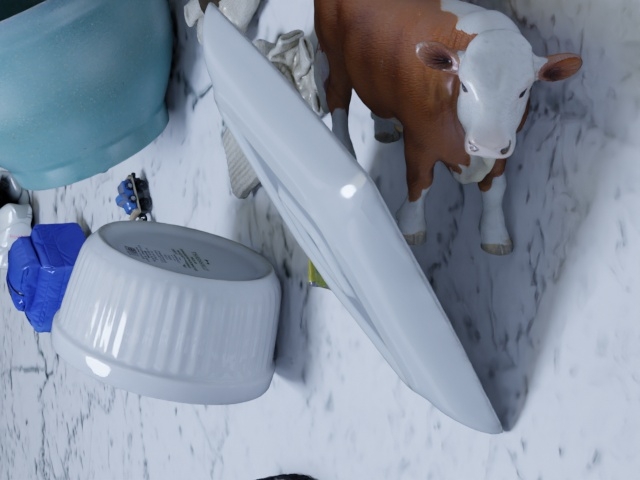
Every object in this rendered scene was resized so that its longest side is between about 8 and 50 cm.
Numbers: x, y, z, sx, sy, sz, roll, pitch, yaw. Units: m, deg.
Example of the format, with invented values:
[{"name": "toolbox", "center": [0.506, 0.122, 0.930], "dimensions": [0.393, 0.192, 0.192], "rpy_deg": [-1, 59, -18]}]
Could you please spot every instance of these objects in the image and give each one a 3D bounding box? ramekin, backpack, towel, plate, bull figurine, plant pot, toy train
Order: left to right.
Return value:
[{"name": "backpack", "center": [-0.327, 0.049, 1.993], "dimensions": [0.098, 0.101, 0.120], "rpy_deg": [-113, 28, -46]}, {"name": "plant pot", "center": [-0.270, -0.174, 1.690], "dimensions": [0.293, 0.293, 0.196], "rpy_deg": [22, 140, 61]}, {"name": "toy train", "center": [-0.194, -0.001, 1.786], "dimensions": [0.027, 0.036, 0.158], "rpy_deg": [-48, 51, 55]}, {"name": "ramekin", "center": [-0.132, 0.059, 1.492], "dimensions": [0.207, 0.207, 0.109], "rpy_deg": [38, 117, 57]}, {"name": "towel", "center": [0.000, 0.000, 1.379], "dimensions": [0.009, 0.060, 0.083], "rpy_deg": [-7, 84, 22]}, {"name": "plate", "center": [0.011, -0.008, 1.193], "dimensions": [0.278, 0.045, 0.277], "rpy_deg": [51, 173, 49]}, {"name": "bull figurine", "center": [0.076, -0.103, 1.152], "dimensions": [0.310, 0.101, 0.188], "rpy_deg": [-124, 33, -53]}]

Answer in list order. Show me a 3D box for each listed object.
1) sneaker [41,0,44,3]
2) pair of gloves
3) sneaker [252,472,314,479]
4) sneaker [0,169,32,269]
[{"name": "sneaker", "center": [-0.386, -0.386, 1.910], "dimensions": [0.185, 0.202, 0.483], "rpy_deg": [128, 137, -73]}, {"name": "pair of gloves", "center": [-0.065, -0.175, 1.498], "dimensions": [0.204, 0.042, 0.240], "rpy_deg": [-35, 63, 60]}, {"name": "sneaker", "center": [-0.025, 0.289, 1.411], "dimensions": [0.300, 0.111, 0.121], "rpy_deg": [-149, 55, -61]}, {"name": "sneaker", "center": [-0.439, -0.047, 2.239], "dimensions": [0.232, 0.090, 0.115], "rpy_deg": [31, 115, 49]}]
